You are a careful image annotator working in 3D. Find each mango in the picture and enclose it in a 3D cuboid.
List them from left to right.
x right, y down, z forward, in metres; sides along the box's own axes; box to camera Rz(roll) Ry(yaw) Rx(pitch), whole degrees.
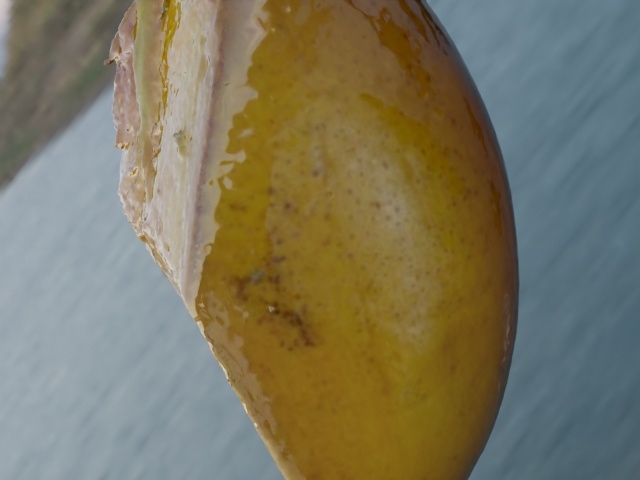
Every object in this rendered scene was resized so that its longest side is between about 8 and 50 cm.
[{"bbox_3d":[0.000,0.000,1.005,0.199,0.350,0.201,-17,4,23],"label":"mango"}]
